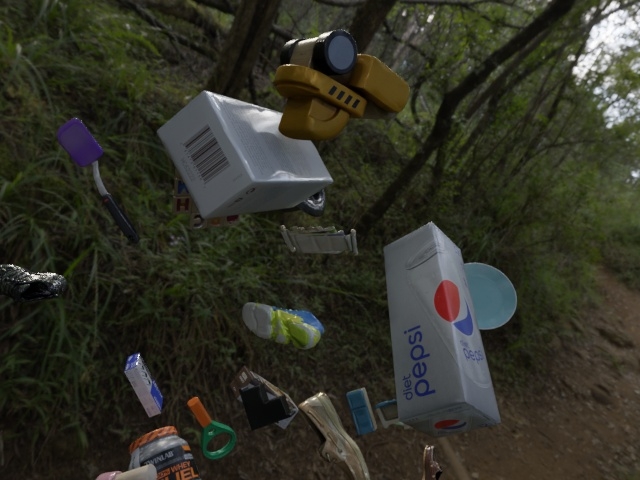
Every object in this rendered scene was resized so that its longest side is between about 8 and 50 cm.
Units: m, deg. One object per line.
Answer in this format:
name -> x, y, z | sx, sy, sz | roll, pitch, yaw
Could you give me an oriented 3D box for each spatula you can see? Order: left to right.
spatula -> -0.485, -0.122, 1.037 | 0.296, 0.084, 0.030 | 64, 22, -7

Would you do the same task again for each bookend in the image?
bookend -> -0.195, 0.586, 1.705 | 0.072, 0.156, 0.157 | 36, 31, -77

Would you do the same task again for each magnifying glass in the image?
magnifying glass -> -0.287, 0.486, 1.209 | 0.092, 0.230, 0.026 | -30, 38, -20

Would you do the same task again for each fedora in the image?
fedora -> -0.122, -0.204, 1.820 | 0.334, 0.153, 0.333 | 44, 31, -35

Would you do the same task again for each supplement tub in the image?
supplement tub -> -0.472, 0.761, 1.447 | 0.194, 0.193, 0.316 | 6, 44, -53

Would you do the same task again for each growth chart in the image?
growth chart -> 0.000, 0.000, 1.432 | 0.238, 0.021, 0.172 | 2, -30, 3

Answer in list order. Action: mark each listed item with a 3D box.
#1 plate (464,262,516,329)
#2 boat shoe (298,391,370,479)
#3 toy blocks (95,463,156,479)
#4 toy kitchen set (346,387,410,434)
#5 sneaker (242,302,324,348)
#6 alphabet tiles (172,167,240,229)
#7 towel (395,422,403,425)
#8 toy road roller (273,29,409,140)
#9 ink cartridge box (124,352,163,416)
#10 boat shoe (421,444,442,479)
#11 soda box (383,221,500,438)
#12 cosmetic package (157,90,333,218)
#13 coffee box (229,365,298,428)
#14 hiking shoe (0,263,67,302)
plate -> 0.410, 0.145, 1.214 | 0.188, 0.188, 0.024 | 31, -22, 21
boat shoe -> 0.042, 0.674, 1.525 | 0.110, 0.121, 0.341 | -21, 64, -27
toy blocks -> -0.438, 0.698, 0.972 | 0.288, 0.260, 0.308 | -99, 169, -65
toy kitchen set -> 0.168, 0.462, 1.289 | 0.166, 0.207, 0.122 | 26, 44, -68
sneaker -> -0.097, 0.229, 1.289 | 0.240, 0.091, 0.126 | 21, 13, 26
alphabet tiles -> -0.306, -0.195, 1.429 | 0.285, 0.342, 0.011 | -8, 30, -38
towel -> 0.355, 0.636, 1.721 | 0.152, 0.023, 0.113 | -1, 47, 25
toy road roller -> 0.034, -0.343, 1.159 | 0.330, 0.240, 0.203 | 18, 2, -38
ink cartridge box -> -0.621, 0.508, 1.644 | 0.046, 0.206, 0.097 | -20, 21, -8
boat shoe -> 0.435, 0.893, 1.796 | 0.073, 0.073, 0.206 | 51, 37, -31
soda box -> 0.161, 0.117, 0.663 | 0.091, 0.098, 0.286 | 37, 38, -34
cosmetic package -> -0.160, -0.203, 1.175 | 0.230, 0.162, 0.453 | 61, 23, 6
coffee box -> -0.268, 0.743, 2.215 | 0.297, 0.118, 0.168 | 41, -9, -22
hiking shoe -> -0.823, 0.119, 1.268 | 0.227, 0.086, 0.114 | 5, 8, -19
